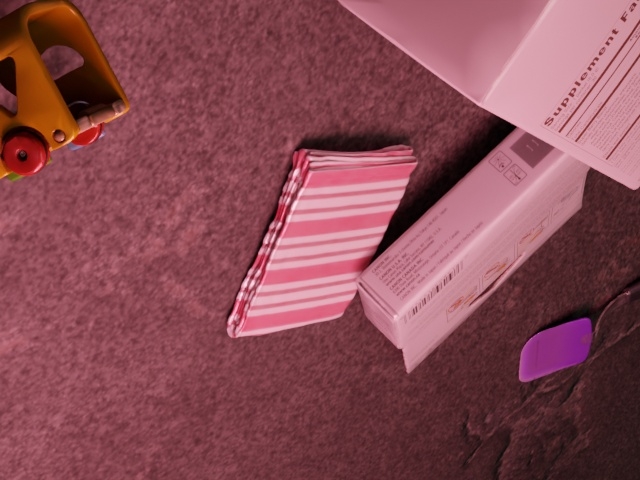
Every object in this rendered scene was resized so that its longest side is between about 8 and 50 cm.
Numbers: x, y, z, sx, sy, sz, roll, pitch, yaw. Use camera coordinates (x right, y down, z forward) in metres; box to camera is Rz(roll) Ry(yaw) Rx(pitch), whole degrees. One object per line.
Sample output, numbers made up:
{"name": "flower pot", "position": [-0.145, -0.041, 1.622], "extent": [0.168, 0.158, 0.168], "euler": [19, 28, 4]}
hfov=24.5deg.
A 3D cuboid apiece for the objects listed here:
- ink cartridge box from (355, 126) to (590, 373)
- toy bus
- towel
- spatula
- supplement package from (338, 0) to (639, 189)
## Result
{"name": "ink cartridge box", "position": [0.159, -0.002, 1.472], "extent": [0.275, 0.060, 0.239], "euler": [-43, 164, -8]}
{"name": "toy bus", "position": [-0.227, -0.077, 0.932], "extent": [0.202, 0.191, 0.104], "euler": [-30, 99, -25]}
{"name": "towel", "position": [0.000, 0.000, 1.329], "extent": [0.144, 0.029, 0.197], "euler": [-6, 130, -45]}
{"name": "spatula", "position": [0.362, 0.083, 1.797], "extent": [0.296, 0.030, 0.084], "euler": [-30, 139, -24]}
{"name": "supplement package", "position": [0.191, -0.185, 1.219], "extent": [0.293, 0.177, 0.175], "euler": [19, 109, -53]}
